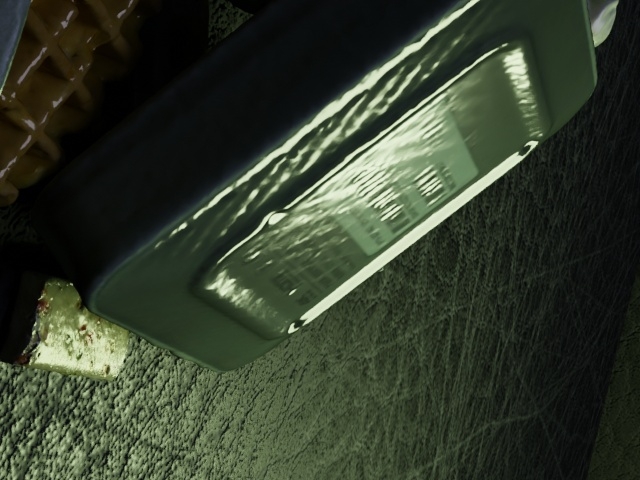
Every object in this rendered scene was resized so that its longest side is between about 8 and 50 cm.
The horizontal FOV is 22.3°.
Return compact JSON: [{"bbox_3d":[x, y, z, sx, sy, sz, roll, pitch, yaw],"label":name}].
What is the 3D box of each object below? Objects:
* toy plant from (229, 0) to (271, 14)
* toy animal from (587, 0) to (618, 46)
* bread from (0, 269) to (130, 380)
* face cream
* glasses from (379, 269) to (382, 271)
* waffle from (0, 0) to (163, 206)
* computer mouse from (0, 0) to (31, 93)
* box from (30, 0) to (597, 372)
[{"bbox_3d":[0.049,-0.340,1.175,0.317,0.210,0.356,-10,93,-50],"label":"toy plant"},{"bbox_3d":[0.195,-0.318,1.568,0.183,0.247,0.310,-3,108,-63],"label":"toy animal"},{"bbox_3d":[-0.178,0.063,1.164,0.154,0.028,0.068,27,75,-69],"label":"bread"},{"bbox_3d":[-0.110,-0.166,1.160,0.084,0.057,0.198,-43,140,-57],"label":"face cream"},{"bbox_3d":[0.000,0.000,1.456,0.140,0.104,0.062,-38,138,-52],"label":"glasses"},{"bbox_3d":[-0.189,-0.137,0.931,0.309,0.065,0.283,-28,135,-55],"label":"waffle"},{"bbox_3d":[-0.208,-0.088,0.802,0.126,0.071,0.231,15,109,-42],"label":"computer mouse"},{"bbox_3d":[0.018,-0.066,1.164,0.396,0.111,0.396,-38,163,3],"label":"box"}]
